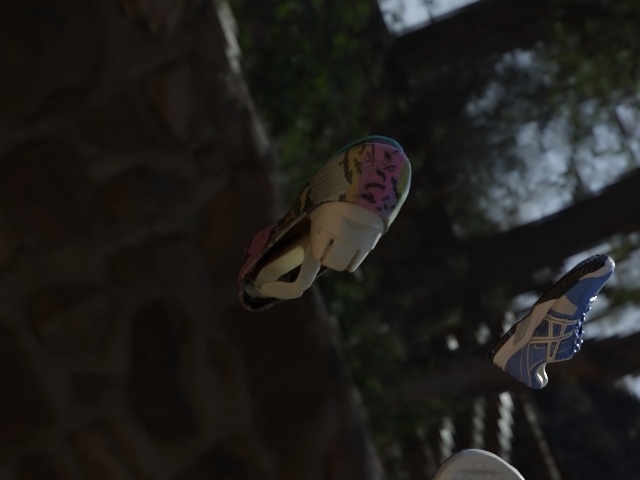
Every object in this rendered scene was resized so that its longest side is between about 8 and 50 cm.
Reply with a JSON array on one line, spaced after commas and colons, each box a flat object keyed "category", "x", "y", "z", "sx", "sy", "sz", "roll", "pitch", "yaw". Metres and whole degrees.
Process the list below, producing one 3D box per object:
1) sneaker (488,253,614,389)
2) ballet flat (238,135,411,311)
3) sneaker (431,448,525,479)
[{"category": "sneaker", "x": 0.306, "y": 0.100, "z": 2.331, "sx": 0.081, "sy": 0.211, "sz": 0.080, "roll": 44, "pitch": 30, "yaw": 10}, {"category": "ballet flat", "x": 0.000, "y": 0.000, "z": 1.466, "sx": 0.221, "sy": 0.077, "sz": 0.079, "roll": -39, "pitch": -151, "yaw": 49}, {"category": "sneaker", "x": 0.202, "y": 0.354, "z": 1.981, "sx": 0.321, "sy": 0.126, "sz": 0.127, "roll": 61, "pitch": -6, "yaw": -15}]
